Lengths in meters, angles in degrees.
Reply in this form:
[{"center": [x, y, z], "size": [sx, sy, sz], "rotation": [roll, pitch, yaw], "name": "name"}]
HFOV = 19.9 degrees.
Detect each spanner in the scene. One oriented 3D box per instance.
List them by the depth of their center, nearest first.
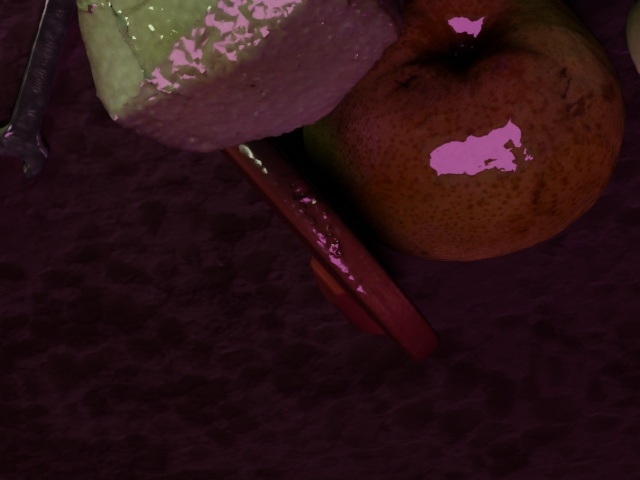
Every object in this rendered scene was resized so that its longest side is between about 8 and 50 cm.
[{"center": [-0.205, -0.134, 1.353], "size": [0.054, 0.015, 0.254], "rotation": [10, 138, -15], "name": "spanner"}]

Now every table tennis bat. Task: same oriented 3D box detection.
[{"center": [0.000, 0.000, 1.375], "size": [0.051, 0.268, 0.415], "rotation": [-42, 159, -1], "name": "table tennis bat"}]

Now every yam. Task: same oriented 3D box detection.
[{"center": [-0.053, -0.184, 1.113], "size": [0.201, 0.271, 0.202], "rotation": [24, 127, -26], "name": "yam"}]

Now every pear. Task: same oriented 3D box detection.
[{"center": [0.100, -0.092, 1.287], "size": [0.228, 0.188, 0.211], "rotation": [-2, 143, 3], "name": "pear"}]

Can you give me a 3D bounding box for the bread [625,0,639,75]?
[{"center": [0.310, -0.150, 1.276], "size": [0.148, 0.134, 0.141], "rotation": [12, 140, -37], "name": "bread"}]
